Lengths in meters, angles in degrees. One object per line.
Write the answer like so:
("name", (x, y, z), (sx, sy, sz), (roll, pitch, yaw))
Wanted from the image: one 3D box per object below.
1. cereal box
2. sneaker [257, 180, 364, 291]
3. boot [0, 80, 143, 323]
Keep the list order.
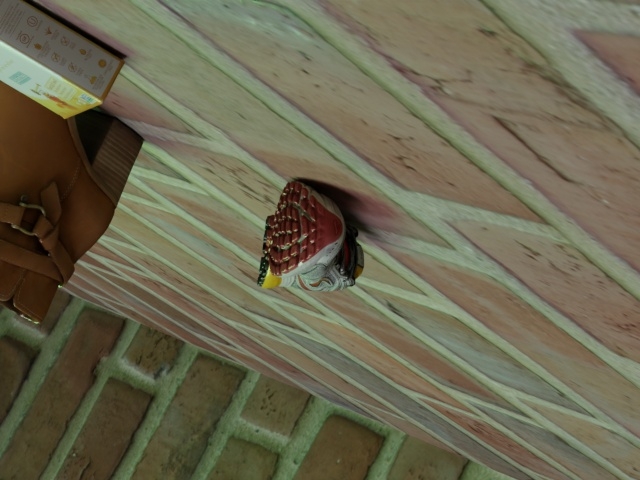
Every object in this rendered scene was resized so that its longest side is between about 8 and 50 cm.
("cereal box", (-0.294, -0.187, 1.591), (0.240, 0.047, 0.173), (30, 171, -15))
("sneaker", (0.000, 0.000, 1.727), (0.093, 0.088, 0.225), (8, 173, -6))
("boot", (-0.317, -0.062, 1.804), (0.109, 0.220, 0.283), (20, 168, 43))
